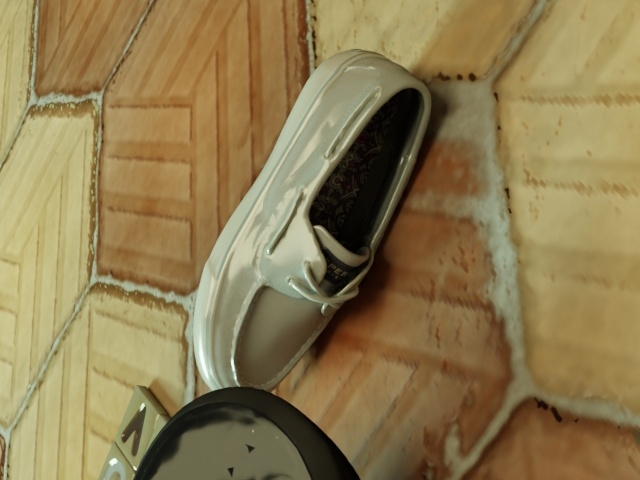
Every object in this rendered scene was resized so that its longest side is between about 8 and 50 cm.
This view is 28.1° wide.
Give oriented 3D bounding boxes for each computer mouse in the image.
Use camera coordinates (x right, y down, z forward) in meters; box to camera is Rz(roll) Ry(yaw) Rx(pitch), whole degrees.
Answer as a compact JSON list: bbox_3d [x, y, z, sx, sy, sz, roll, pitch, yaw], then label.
[{"bbox_3d":[-0.025,0.200,0.535,0.188,0.072,0.272,-10,72,31],"label":"computer mouse"}]

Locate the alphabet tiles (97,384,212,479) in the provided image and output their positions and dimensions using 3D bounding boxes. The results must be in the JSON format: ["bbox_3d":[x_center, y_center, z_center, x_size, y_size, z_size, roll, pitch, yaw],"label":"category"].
[{"bbox_3d":[-0.077,0.181,0.685,0.237,0.009,0.198,37,107,55],"label":"alphabet tiles"}]

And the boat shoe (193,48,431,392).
[{"bbox_3d":[0.000,0.000,0.609,0.184,0.066,0.063,-60,33,2],"label":"boat shoe"}]
